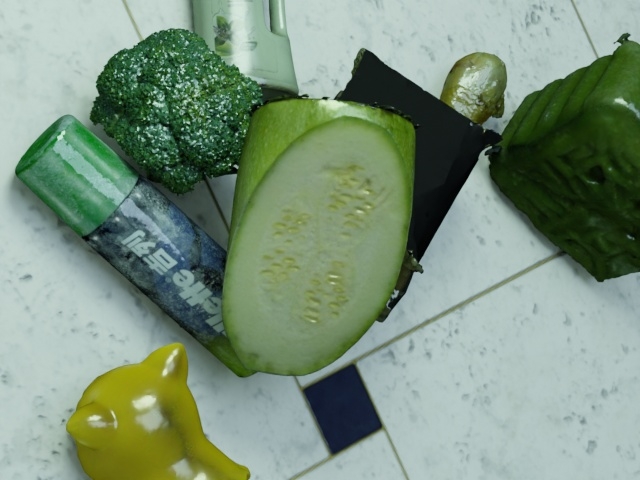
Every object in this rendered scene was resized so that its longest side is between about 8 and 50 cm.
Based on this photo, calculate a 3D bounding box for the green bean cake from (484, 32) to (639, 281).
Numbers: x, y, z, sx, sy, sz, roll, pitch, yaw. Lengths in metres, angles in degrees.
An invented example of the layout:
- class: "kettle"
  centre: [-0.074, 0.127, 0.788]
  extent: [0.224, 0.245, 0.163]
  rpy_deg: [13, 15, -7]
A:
- class: "green bean cake"
  centre: [0.365, -0.090, 2.148]
  extent: [0.247, 0.250, 0.156]
  rpy_deg: [44, 55, -17]

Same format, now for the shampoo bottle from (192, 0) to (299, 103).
- class: "shampoo bottle"
  centre: [-0.091, -0.270, 1.990]
  extent: [0.118, 0.087, 0.234]
  rpy_deg: [1, 75, -25]

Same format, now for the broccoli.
- class: "broccoli"
  centre: [-0.146, -0.135, 1.861]
  extent: [0.195, 0.156, 0.195]
  rpy_deg: [3, 65, -7]

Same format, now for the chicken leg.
- class: "chicken leg"
  centre: [0.177, -0.148, 2.157]
  extent: [0.093, 0.070, 0.178]
  rpy_deg: [39, 65, -26]

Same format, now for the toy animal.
- class: "toy animal"
  centre: [-0.153, 0.231, 1.764]
  extent: [0.156, 0.156, 0.229]
  rpy_deg: [-38, 102, -36]

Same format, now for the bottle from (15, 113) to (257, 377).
- class: "bottle"
  centre: [-0.172, 0.007, 1.847]
  extent: [0.330, 0.093, 0.093]
  rpy_deg: [43, 56, -16]

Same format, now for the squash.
- class: "squash"
  centre: [0.000, 0.000, 1.779]
  extent: [0.189, 0.189, 0.260]
  rpy_deg: [14, 76, -31]

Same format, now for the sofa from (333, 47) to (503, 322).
- class: "sofa"
  centre: [0.055, -0.056, 2.008]
  extent: [0.200, 0.182, 0.258]
  rpy_deg: [33, 58, -2]
